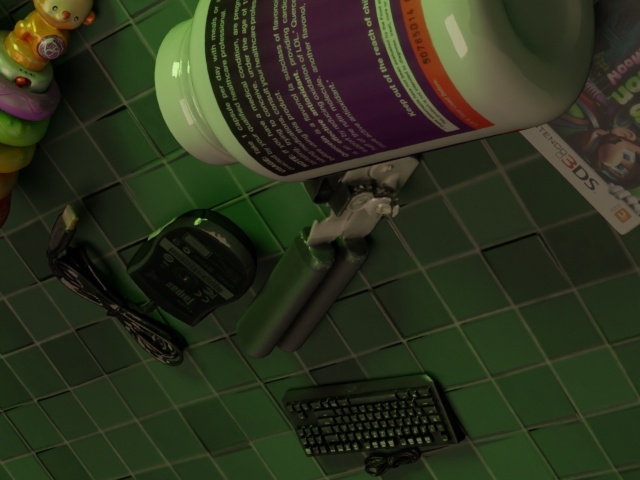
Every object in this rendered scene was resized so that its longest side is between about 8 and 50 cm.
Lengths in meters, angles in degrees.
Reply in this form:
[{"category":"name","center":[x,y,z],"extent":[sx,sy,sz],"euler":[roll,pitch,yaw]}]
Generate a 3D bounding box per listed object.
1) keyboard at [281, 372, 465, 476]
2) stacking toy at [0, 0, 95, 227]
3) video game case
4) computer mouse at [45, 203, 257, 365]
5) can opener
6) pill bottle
[{"category":"keyboard","center":[0.052,0.185,1.465],"extent":[0.180,0.023,0.108],"euler":[-11,116,36]},{"category":"stacking toy","center":[-0.300,-0.130,1.377],"extent":[0.175,0.166,0.302],"euler":[28,120,-34]},{"category":"video game case","center":[0.236,-0.113,1.145],"extent":[0.173,0.022,0.190],"euler":[44,132,-5]},{"category":"computer mouse","center":[-0.159,0.008,1.443],"extent":[0.184,0.060,0.262],"euler":[38,144,-4]},{"category":"can opener","center":[0.000,0.000,1.345],"extent":[0.093,0.074,0.280],"euler":[59,139,30]},{"category":"pill bottle","center":[0.029,-0.146,1.127],"extent":[0.323,0.181,0.181],"euler":[-11,116,40]}]
